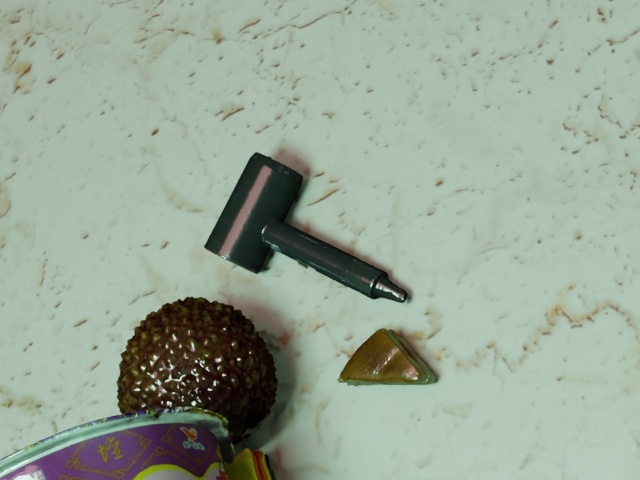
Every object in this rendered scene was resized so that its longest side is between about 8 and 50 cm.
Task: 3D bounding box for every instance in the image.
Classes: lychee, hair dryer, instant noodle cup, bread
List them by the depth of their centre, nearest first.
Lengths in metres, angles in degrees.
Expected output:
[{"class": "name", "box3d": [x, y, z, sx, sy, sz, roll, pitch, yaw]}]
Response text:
[{"class": "instant noodle cup", "box3d": [-0.192, 0.354, 1.620, 0.340, 0.340, 0.266, -36, 65, 19]}, {"class": "bread", "box3d": [0.069, 0.124, 1.746, 0.109, 0.043, 0.062, -7, 74, 33]}, {"class": "lychee", "box3d": [-0.137, 0.146, 1.796, 0.188, 0.188, 0.188, -10, 70, 30]}, {"class": "hair dryer", "box3d": [0.000, 0.000, 1.829, 0.255, 0.070, 0.128, 24, 88, 28]}]

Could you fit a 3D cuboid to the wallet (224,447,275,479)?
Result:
[{"class": "wallet", "box3d": [-0.082, 0.358, 1.765, 0.141, 0.067, 0.241, -35, 55, 25]}]
